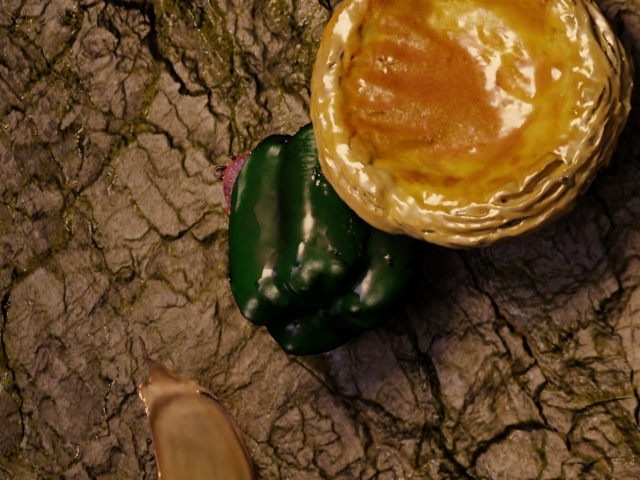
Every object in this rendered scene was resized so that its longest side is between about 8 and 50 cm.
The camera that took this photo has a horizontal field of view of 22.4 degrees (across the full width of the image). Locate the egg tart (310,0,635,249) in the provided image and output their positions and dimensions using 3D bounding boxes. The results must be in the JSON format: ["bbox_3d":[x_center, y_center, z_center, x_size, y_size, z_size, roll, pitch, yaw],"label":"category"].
[{"bbox_3d":[0.177,-0.165,1.890,0.388,0.169,0.388,-3,75,11],"label":"egg tart"}]

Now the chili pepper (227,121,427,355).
[{"bbox_3d":[0.000,0.000,1.998,0.248,0.233,0.256,-36,34,41],"label":"chili pepper"}]

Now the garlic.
[{"bbox_3d":[-0.170,0.302,2.153,0.151,0.196,0.338,-8,78,22],"label":"garlic"}]

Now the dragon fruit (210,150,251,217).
[{"bbox_3d":[-0.073,-0.070,2.193,0.126,0.068,0.112,-11,95,24],"label":"dragon fruit"}]
